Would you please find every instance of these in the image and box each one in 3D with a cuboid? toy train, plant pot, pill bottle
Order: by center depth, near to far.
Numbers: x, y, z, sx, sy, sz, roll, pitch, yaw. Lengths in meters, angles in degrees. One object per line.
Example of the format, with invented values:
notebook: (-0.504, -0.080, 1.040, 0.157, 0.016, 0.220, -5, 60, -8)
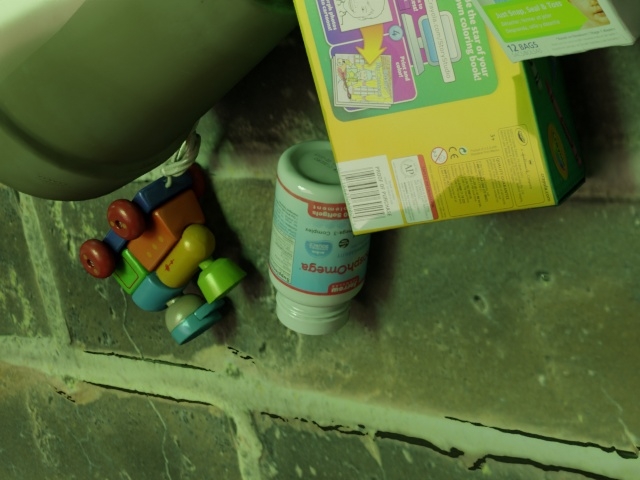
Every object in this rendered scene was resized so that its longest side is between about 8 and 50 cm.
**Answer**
plant pot: (-0.152, -0.223, 1.323, 0.280, 0.323, 0.323, -19, 93, 39)
pill bottle: (0.000, 0.000, 1.403, 0.087, 0.087, 0.160, 36, 135, 36)
toy train: (-0.124, -0.002, 1.558, 0.143, 0.105, 0.248, 50, 142, 5)

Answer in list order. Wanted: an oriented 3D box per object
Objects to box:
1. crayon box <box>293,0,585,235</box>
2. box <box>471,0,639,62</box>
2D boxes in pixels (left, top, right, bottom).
crayon box: (0.077, -0.153, 1.174, 0.165, 0.081, 0.278, -8, 103, 28)
box: (0.134, -0.228, 1.030, 0.114, 0.103, 0.203, -2, 131, 52)
